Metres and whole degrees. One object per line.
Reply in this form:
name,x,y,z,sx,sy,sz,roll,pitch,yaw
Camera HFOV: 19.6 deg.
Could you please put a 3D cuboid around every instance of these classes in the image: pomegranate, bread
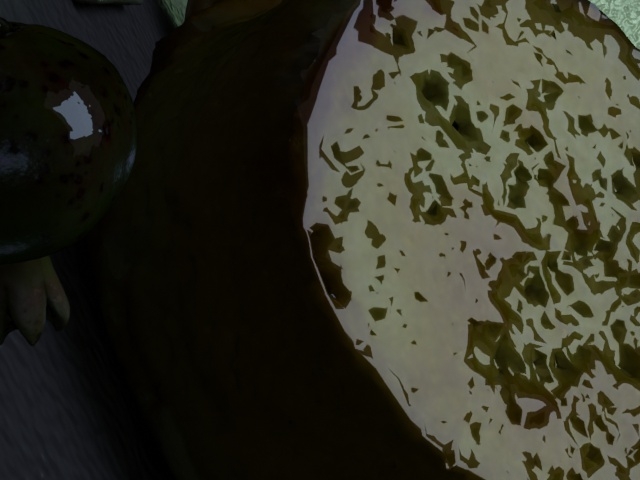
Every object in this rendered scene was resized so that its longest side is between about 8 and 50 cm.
pomegranate,-0.131,-0.023,0.771,0.114,0.114,0.142,-96,-175,-65
bread,0.056,0.015,1.043,0.398,0.215,0.398,16,61,-33

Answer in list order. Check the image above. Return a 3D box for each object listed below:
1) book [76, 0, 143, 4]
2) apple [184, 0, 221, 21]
book,-0.153,-0.283,1.311,0.162,0.022,0.232,-42,130,-80
apple,-0.030,-0.167,1.560,0.199,0.199,0.199,-24,90,-82
